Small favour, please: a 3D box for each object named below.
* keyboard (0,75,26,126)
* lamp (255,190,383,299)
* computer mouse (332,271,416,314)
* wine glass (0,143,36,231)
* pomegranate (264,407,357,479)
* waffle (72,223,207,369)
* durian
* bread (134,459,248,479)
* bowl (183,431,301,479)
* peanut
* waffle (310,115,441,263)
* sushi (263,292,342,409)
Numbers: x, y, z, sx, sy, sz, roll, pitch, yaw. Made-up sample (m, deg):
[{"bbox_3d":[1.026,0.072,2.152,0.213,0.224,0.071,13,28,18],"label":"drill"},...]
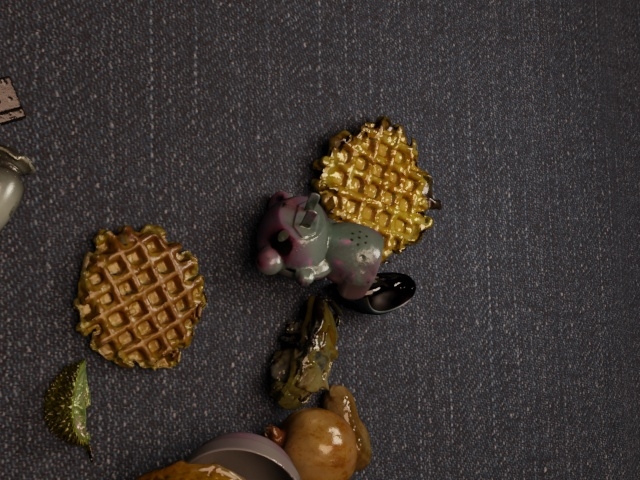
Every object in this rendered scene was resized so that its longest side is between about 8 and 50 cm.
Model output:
[{"bbox_3d":[-0.747,-0.244,1.564,0.310,0.018,0.100,-25,97,-34],"label":"keyboard"},{"bbox_3d":[0.000,0.000,1.900,0.301,0.247,0.247,18,53,-7],"label":"lamp"},{"bbox_3d":[0.142,0.142,2.064,0.233,0.137,0.096,-5,106,-30],"label":"computer mouse"},{"bbox_3d":[-0.651,-0.086,1.554,0.111,0.111,0.204,36,64,-26],"label":"wine glass"},{"bbox_3d":[-0.013,0.495,1.865,0.207,0.207,0.207,5,81,-34],"label":"pomegranate"},{"bbox_3d":[-0.387,0.121,1.739,0.302,0.068,0.324,21,74,-31],"label":"waffle"},{"bbox_3d":[-0.508,0.353,1.624,0.100,0.086,0.215,5,79,-48],"label":"durian"},{"bbox_3d":[-0.258,0.638,1.600,0.398,0.215,0.398,-1,110,-3],"label":"bread"},{"bbox_3d":[-0.175,0.541,1.746,0.287,0.144,0.286,1,109,3],"label":"bowl"},{"bbox_3d":[0.064,0.473,1.995,0.108,0.095,0.225,-21,91,-67],"label":"peanut"},{"bbox_3d":[0.147,-0.129,2.130,0.380,0.095,0.382,-31,104,-32],"label":"waffle"},{"bbox_3d":[-0.033,0.280,1.940,0.139,0.131,0.291,52,49,-45],"label":"sushi"}]
